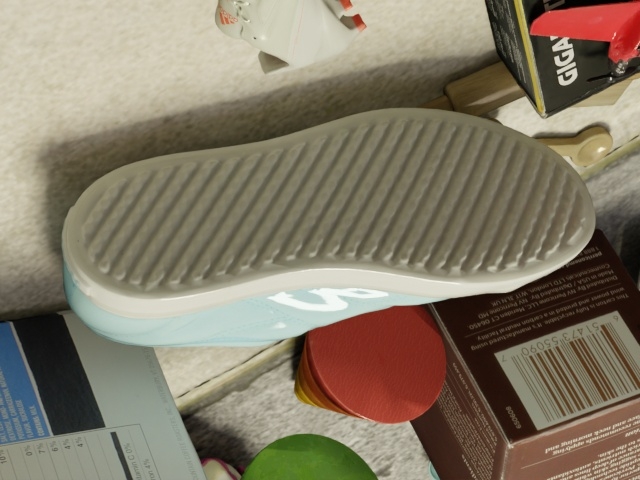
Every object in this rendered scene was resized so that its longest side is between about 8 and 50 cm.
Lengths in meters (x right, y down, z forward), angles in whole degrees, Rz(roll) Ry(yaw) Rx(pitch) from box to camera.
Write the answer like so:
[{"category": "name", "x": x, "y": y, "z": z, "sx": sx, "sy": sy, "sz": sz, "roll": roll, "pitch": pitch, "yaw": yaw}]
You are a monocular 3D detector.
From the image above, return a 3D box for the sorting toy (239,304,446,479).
[{"category": "sorting toy", "x": -0.022, "y": 0.200, "z": 1.336, "sx": 0.127, "sy": 0.366, "sz": 0.126, "roll": 31, "pitch": 147, "yaw": -16}]

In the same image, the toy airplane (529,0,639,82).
[{"category": "toy airplane", "x": 0.210, "y": -0.153, "z": 1.108, "sx": 0.151, "sy": 0.028, "sz": 0.151, "roll": -18, "pitch": 144, "yaw": -14}]

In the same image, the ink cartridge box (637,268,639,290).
[{"category": "ink cartridge box", "x": 0.398, "y": 0.117, "z": 1.547, "sx": 0.261, "sy": 0.066, "sz": 0.296, "roll": 14, "pitch": 146, "yaw": 13}]

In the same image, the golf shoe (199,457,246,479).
[{"category": "golf shoe", "x": -0.057, "y": 0.249, "z": 1.507, "sx": 0.115, "sy": 0.140, "sz": 0.306, "roll": -21, "pitch": 169, "yaw": 4}]

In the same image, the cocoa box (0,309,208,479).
[{"category": "cocoa box", "x": -0.234, "y": 0.250, "z": 1.275, "sx": 0.228, "sy": 0.231, "sz": 0.347, "roll": -7, "pitch": 140, "yaw": -26}]

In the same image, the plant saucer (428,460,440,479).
[{"category": "plant saucer", "x": 0.149, "y": 0.181, "z": 1.630, "sx": 0.119, "sy": 0.021, "sz": 0.119, "roll": -19, "pitch": 145, "yaw": -14}]

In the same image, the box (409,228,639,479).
[{"category": "box", "x": 0.183, "y": 0.131, "z": 1.463, "sx": 0.168, "sy": 0.167, "sz": 0.203, "roll": -18, "pitch": 144, "yaw": -15}]

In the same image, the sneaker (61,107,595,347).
[{"category": "sneaker", "x": 0.000, "y": 0.000, "z": 1.218, "sx": 0.365, "sy": 0.135, "sz": 0.150, "roll": -3, "pitch": 159, "yaw": -14}]

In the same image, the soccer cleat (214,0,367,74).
[{"category": "soccer cleat", "x": -0.037, "y": -0.155, "z": 1.041, "sx": 0.076, "sy": 0.068, "sz": 0.196, "roll": -30, "pitch": 148, "yaw": 8}]

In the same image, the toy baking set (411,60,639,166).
[{"category": "toy baking set", "x": 0.123, "y": -0.058, "z": 1.301, "sx": 0.256, "sy": 0.030, "sz": 0.197, "roll": -21, "pitch": 145, "yaw": -9}]

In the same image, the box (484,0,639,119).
[{"category": "box", "x": 0.213, "y": -0.244, "z": 1.086, "sx": 0.257, "sy": 0.079, "sz": 0.322, "roll": -27, "pitch": 145, "yaw": -4}]
